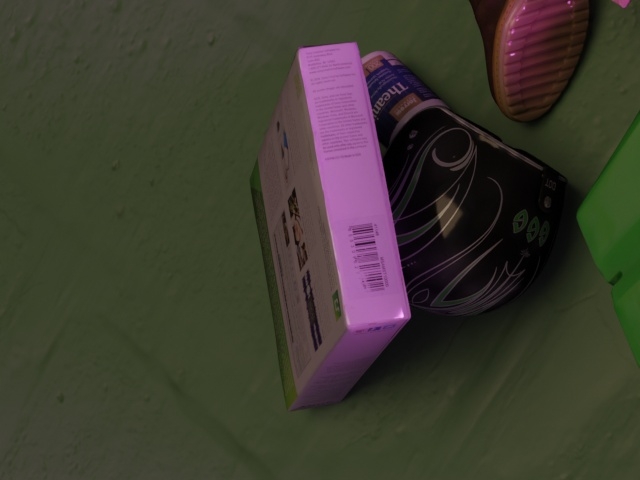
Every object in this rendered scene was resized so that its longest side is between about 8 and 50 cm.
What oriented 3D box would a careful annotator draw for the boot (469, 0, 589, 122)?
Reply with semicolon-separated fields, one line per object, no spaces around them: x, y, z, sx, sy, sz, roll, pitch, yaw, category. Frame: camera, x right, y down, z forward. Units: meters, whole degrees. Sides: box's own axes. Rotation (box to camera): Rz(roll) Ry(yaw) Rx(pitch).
0.146;-0.245;1.541;0.207;0.090;0.248;34;126;56;boot

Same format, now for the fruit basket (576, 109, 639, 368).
0.396;0.012;1.144;0.392;0.283;0.392;-2;88;53;fruit basket

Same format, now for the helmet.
0.113;-0.014;1.473;0.169;0.169;0.161;35;98;35;helmet

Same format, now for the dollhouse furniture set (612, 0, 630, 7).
0.384;-0.278;1.379;0.355;0.174;0.303;34;105;11;dollhouse furniture set

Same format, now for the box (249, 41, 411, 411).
0.000;0.000;1.493;0.322;0.058;0.232;122;140;-70;box

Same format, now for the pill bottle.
0.076;-0.111;1.571;0.120;0.067;0.067;47;110;32;pill bottle
